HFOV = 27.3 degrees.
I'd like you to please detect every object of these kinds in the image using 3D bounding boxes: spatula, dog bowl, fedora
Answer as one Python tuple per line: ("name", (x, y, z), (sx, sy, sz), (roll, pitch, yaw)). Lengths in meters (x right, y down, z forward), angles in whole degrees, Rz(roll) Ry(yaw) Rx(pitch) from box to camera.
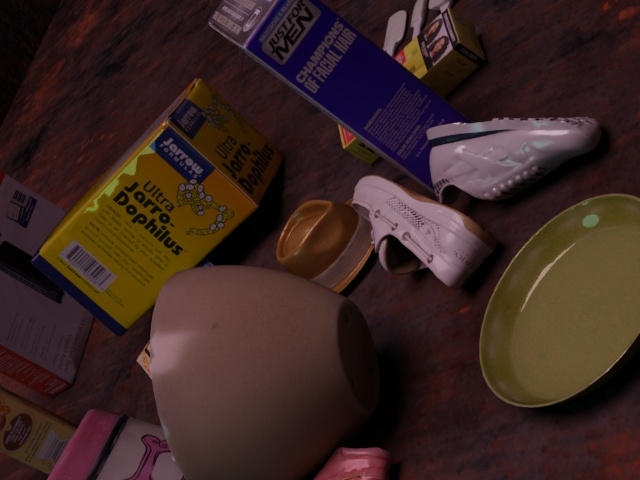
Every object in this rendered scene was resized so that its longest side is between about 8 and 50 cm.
("spatula", (0.140, -0.294, 1.947), (0.168, 0.019, 0.242), (-31, 35, 40))
("dog bowl", (-0.306, 0.388, 1.621), (0.408, 0.150, 0.408), (-58, 5, 9))
("fedora", (0.000, 0.000, 1.777), (0.194, 0.079, 0.194), (-40, 30, 29))

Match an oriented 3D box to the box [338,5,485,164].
("box", (0.122, -0.213, 1.826), (0.232, 0.058, 0.087), (-41, 39, 30))

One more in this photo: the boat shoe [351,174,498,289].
("boat shoe", (0.101, -0.007, 1.590), (0.096, 0.098, 0.277), (-57, 27, -3))

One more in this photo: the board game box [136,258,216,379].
("board game box", (-0.192, 0.133, 1.989), (0.193, 0.045, 0.147), (-56, 26, 0))

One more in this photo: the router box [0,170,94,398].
("router box", (-0.548, 0.070, 2.383), (0.082, 0.301, 0.335), (-33, 35, 40))

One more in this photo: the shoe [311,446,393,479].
("shoe", (0.009, 0.285, 1.456), (0.178, 0.063, 0.081), (-25, 37, 38))

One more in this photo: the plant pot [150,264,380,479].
("plant pot", (-0.042, 0.150, 1.506), (0.191, 0.284, 0.284), (-15, 42, 18))

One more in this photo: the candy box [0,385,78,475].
("candy box", (-0.513, 0.273, 2.068), (0.183, 0.316, 0.087), (9, 68, 61))

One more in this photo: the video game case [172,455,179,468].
("video game case", (-0.112, 0.230, 1.583), (0.023, 0.193, 0.212), (-14, 42, 19))

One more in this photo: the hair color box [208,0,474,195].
("hair color box", (0.037, -0.200, 1.645), (0.110, 0.339, 0.185), (-54, 26, 4))

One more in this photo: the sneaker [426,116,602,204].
("sneaker", (0.224, -0.094, 1.515), (0.235, 0.090, 0.094), (-4, 86, 48))

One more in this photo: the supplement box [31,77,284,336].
("supplement box", (-0.258, -0.051, 2.103), (0.356, 0.195, 0.194), (-42, 13, 27))

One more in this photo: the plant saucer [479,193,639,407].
("plant saucer", (0.257, 0.065, 1.309), (0.241, 0.037, 0.241), (-40, 30, 29))
